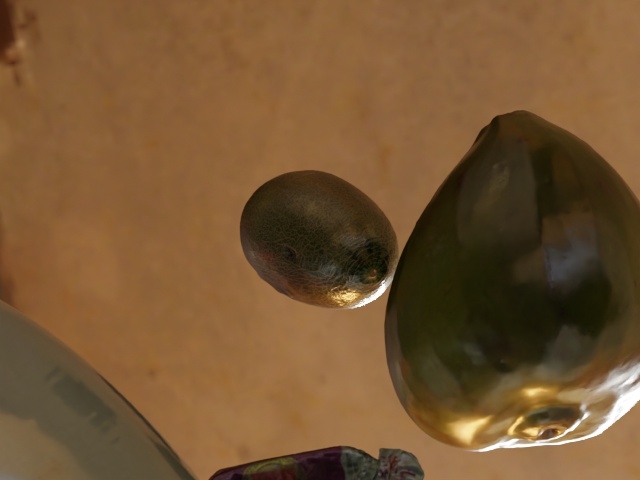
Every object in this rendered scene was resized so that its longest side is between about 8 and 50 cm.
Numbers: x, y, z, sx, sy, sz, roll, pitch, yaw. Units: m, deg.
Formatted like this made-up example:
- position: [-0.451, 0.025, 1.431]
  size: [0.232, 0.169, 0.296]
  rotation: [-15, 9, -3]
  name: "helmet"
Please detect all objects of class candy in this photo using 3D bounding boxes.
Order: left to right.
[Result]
- position: [-0.024, 0.150, 1.195]
  size: [0.043, 0.175, 0.045]
  rotation: [60, 20, -82]
  name: "candy"

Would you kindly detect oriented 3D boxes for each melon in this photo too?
- position: [0.000, 0.000, 1.450]
  size: [0.162, 0.099, 0.099]
  rotation: [23, -56, 60]
  name: "melon"

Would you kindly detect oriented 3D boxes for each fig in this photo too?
- position: [0.136, 0.026, 1.339]
  size: [0.203, 0.203, 0.225]
  rotation: [-41, -126, 54]
  name: "fig"

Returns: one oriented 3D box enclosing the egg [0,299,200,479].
- position: [-0.145, 0.174, 0.874]
  size: [0.371, 0.230, 0.230]
  rotation: [56, -35, 1]
  name: "egg"
